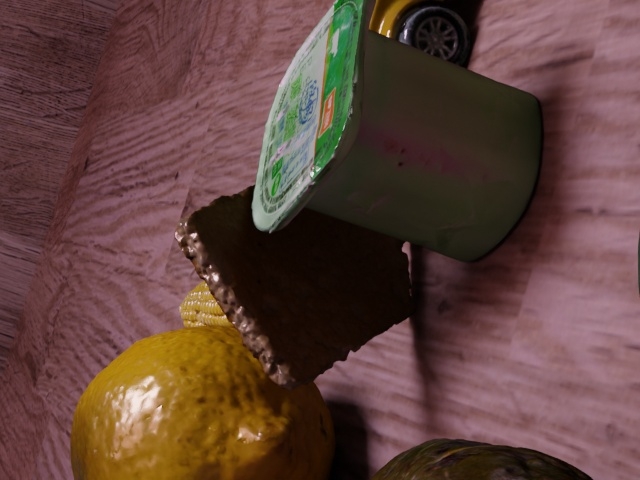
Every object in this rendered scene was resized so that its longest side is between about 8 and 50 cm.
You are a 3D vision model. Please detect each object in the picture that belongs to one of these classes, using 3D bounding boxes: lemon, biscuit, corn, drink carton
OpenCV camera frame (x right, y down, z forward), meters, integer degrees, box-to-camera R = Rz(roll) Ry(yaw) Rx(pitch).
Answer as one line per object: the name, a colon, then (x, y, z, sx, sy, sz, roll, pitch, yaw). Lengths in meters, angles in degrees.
lemon: (-0.086, 0.154, 1.038, 0.257, 0.188, 0.188, -29, 46, 63)
biscuit: (0.009, 0.008, 0.966, 0.026, 0.131, 0.237, -37, -6, 38)
corn: (-0.053, 0.051, 1.195, 0.206, 0.067, 0.067, -18, 55, 55)
drink carton: (0.051, -0.059, 0.899, 0.144, 0.142, 0.146, -45, 32, 51)

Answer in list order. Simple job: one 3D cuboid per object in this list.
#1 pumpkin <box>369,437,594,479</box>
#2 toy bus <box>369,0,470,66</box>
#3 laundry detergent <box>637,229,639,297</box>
pumpkin: (0.053, 0.188, 0.626, 0.219, 0.162, 0.219, -56, 21, 34)
toy bus: (0.072, -0.279, 1.079, 0.121, 0.123, 0.335, -176, 104, -71)
laundry detergent: (0.173, 0.012, 0.591, 0.211, 0.063, 0.137, -100, 26, -56)
